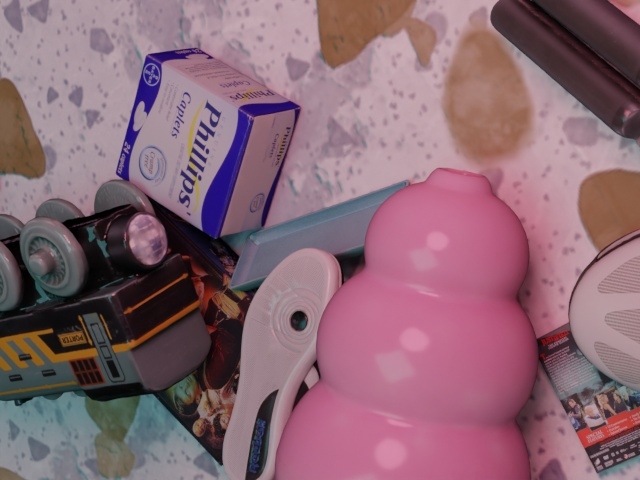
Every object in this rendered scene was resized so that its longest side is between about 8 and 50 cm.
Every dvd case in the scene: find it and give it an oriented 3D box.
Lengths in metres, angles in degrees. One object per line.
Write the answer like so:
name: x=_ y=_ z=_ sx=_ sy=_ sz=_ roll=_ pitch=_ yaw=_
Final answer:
dvd case: x=0.229 y=0.116 z=1.152 sx=0.087 sy=0.013 sz=0.119 roll=-33 pitch=80 yaw=36

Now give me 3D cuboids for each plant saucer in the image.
plant saucer: x=0.000 y=0.000 z=1.275 sx=0.192 sy=0.067 sz=0.018 roll=-17 pitch=130 yaw=37

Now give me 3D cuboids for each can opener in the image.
can opener: x=0.247 y=-0.112 z=1.066 sx=0.283 sy=0.095 sz=0.076 roll=48 pitch=125 yaw=35

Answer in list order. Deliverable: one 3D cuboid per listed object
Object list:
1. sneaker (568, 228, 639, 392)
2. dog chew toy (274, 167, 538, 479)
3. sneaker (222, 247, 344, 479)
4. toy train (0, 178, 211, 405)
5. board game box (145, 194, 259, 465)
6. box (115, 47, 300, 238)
sneaker: x=0.326 y=0.073 z=0.917 sx=0.447 sy=0.257 sz=0.169 roll=5 pitch=102 yaw=36
dog chew toy: x=0.080 y=0.107 z=1.153 sx=0.207 sy=0.206 sz=0.332 roll=15 pitch=100 yaw=34
sneaker: x=-0.012 y=0.111 z=1.271 sx=0.079 sy=0.121 sz=0.217 roll=23 pitch=99 yaw=31
toy train: x=-0.253 y=0.064 z=1.373 sx=0.334 sy=0.142 sz=0.190 roll=-13 pitch=103 yaw=41
board game box: x=-0.128 y=0.075 z=1.391 sx=0.243 sy=0.042 sz=0.165 roll=42 pitch=121 yaw=23
box: x=-0.105 y=-0.091 z=1.323 sx=0.137 sy=0.072 sz=0.126 roll=31 pitch=117 yaw=28
